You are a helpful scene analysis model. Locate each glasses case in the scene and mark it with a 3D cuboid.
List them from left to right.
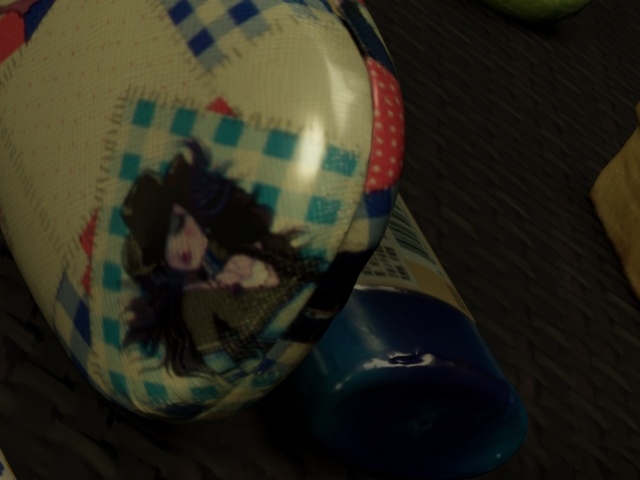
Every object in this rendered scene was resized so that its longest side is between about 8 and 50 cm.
[{"bbox_3d":[-0.067,-0.082,0.604,0.076,0.125,0.327,20,29,-39],"label":"glasses case"}]

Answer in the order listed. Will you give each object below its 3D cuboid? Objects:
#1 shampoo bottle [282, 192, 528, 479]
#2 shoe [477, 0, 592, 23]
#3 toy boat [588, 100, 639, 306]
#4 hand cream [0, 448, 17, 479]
[{"bbox_3d":[0.000,0.000,0.648,0.087,0.050,0.183,17,30,-37],"label":"shampoo bottle"},{"bbox_3d":[0.081,-0.207,1.107,0.262,0.128,0.140,16,45,-38],"label":"shoe"},{"bbox_3d":[0.198,0.018,0.904,0.116,0.061,0.188,29,24,-26],"label":"toy boat"},{"bbox_3d":[-0.088,0.054,0.418,0.065,0.043,0.171,9,38,-50],"label":"hand cream"}]
